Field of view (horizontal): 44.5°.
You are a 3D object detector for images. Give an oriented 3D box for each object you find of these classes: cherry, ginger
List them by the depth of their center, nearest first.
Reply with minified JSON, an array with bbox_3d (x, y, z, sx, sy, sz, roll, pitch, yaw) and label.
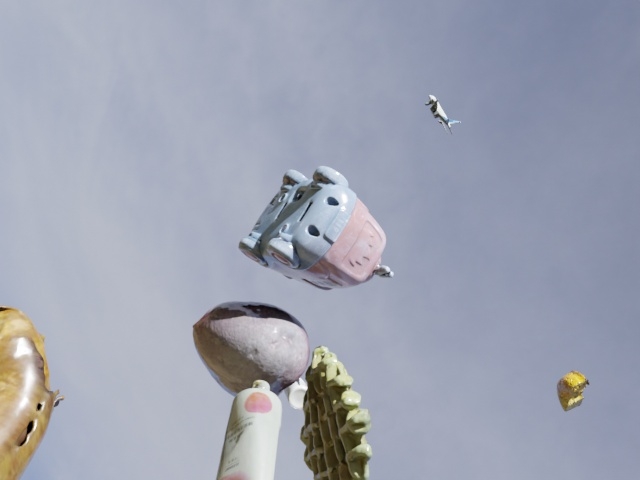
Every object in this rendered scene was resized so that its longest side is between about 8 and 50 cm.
[{"bbox_3d":[-0.354,0.204,0.793,0.107,0.133,0.309,-53,-162,40],"label":"ginger"},{"bbox_3d":[-0.124,0.215,1.518,0.213,0.266,0.183,-50,-160,42],"label":"cherry"}]

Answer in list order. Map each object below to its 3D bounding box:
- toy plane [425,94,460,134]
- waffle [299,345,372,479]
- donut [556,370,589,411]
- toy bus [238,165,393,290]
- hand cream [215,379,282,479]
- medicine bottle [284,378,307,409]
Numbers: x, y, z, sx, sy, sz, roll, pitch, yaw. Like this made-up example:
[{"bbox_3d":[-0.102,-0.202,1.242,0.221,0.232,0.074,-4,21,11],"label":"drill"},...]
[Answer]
[{"bbox_3d":[0.186,-0.201,1.225,0.084,0.024,0.078,55,-4,39],"label":"toy plane"},{"bbox_3d":[0.023,0.368,1.477,0.309,0.056,0.291,-134,-134,-62],"label":"waffle"},{"bbox_3d":[0.418,0.251,1.294,0.083,0.038,0.067,135,-63,-82],"label":"donut"},{"bbox_3d":[0.000,0.000,1.545,0.197,0.232,0.294,-59,-156,-16],"label":"toy bus"},{"bbox_3d":[-0.110,0.327,1.119,0.124,0.077,0.340,-32,-155,23],"label":"hand cream"},{"bbox_3d":[-0.056,0.368,1.887,0.089,0.057,0.057,-149,-119,-76],"label":"medicine bottle"}]
